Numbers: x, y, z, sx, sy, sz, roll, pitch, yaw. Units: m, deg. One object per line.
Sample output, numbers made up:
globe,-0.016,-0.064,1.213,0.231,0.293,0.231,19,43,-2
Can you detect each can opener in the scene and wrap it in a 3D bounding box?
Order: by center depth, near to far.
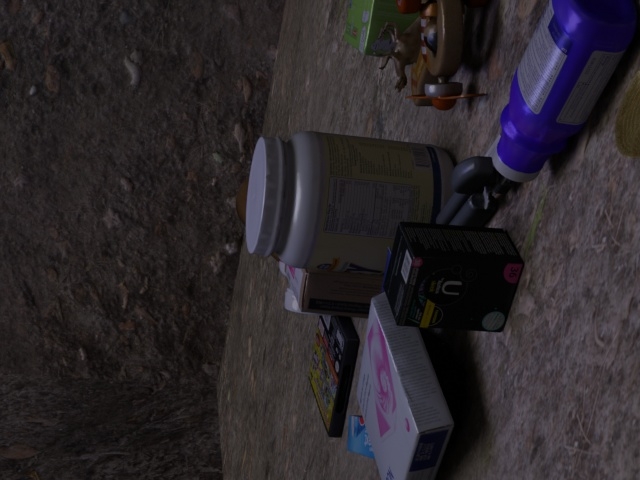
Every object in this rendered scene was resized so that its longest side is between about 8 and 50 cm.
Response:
can opener,0.221,-0.070,1.609,0.280,0.093,0.074,109,161,-64

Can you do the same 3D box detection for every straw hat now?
straw hat,0.357,-0.135,1.049,0.144,0.061,0.144,-58,18,32

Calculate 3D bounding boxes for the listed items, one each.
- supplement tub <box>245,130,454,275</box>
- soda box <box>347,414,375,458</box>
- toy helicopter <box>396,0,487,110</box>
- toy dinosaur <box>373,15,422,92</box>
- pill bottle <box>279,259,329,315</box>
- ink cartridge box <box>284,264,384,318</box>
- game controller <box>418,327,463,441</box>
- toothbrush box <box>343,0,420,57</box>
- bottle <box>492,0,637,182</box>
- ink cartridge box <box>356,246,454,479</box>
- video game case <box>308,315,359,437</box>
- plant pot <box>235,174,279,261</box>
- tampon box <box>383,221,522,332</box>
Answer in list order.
supplement tub,0.047,-0.062,1.831,0.235,0.324,0.236,-175,90,-78
soda box,0.107,0.365,1.993,0.210,0.067,0.071,153,121,-75
toy helicopter,0.197,-0.304,1.801,0.355,0.140,0.235,99,164,-74
toy dinosaur,0.155,-0.368,1.971,0.053,0.092,0.183,-103,35,-75
pill bottle,0.000,0.000,2.385,0.176,0.176,0.319,-157,73,-77
ink cartridge box,0.040,0.071,2.126,0.235,0.193,0.088,-116,34,-69
game controller,0.163,0.229,1.789,0.319,0.067,0.167,-155,71,-78
toothbrush box,0.140,-0.504,2.067,0.206,0.122,0.283,-120,36,-70
bottle,0.288,-0.189,1.313,0.283,0.092,0.118,108,163,-48
ink cartridge box,0.115,0.236,1.748,0.324,0.071,0.330,94,161,-54
video game case,0.028,0.276,2.478,0.275,0.035,0.248,-115,32,-65
plant pot,-0.058,-0.035,2.647,0.254,0.237,0.237,-119,33,-43
tampon box,0.186,0.052,1.528,0.101,0.160,0.121,-105,22,-57
